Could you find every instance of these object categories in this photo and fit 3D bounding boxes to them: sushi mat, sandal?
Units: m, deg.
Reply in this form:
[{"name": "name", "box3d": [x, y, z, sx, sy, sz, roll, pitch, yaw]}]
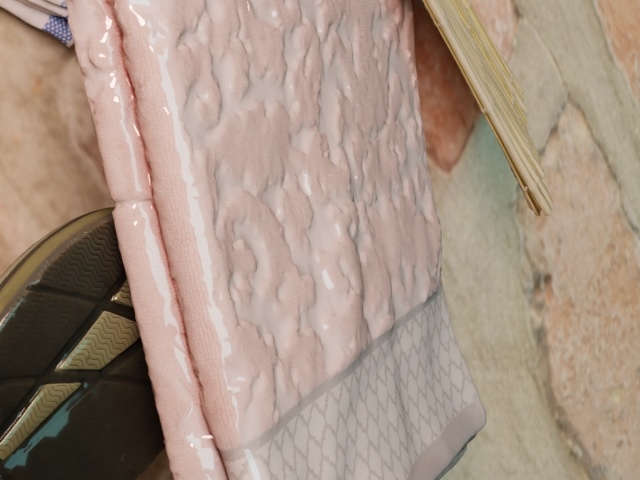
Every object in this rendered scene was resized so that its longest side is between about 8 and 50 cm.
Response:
[{"name": "sushi mat", "box3d": [0.060, -0.163, 0.926, 0.316, 0.019, 0.151, 56, 17, -36]}, {"name": "sandal", "box3d": [-0.163, 0.096, 0.677, 0.303, 0.086, 0.120, -48, 133, -20]}]

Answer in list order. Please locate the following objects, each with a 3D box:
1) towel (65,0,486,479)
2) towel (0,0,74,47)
[{"name": "towel", "box3d": [0.000, 0.000, 0.803, 0.332, 0.053, 0.317, -29, 108, -67]}, {"name": "towel", "box3d": [-0.179, -0.230, 0.682, 0.285, 0.034, 0.209, 25, 71, -48]}]
